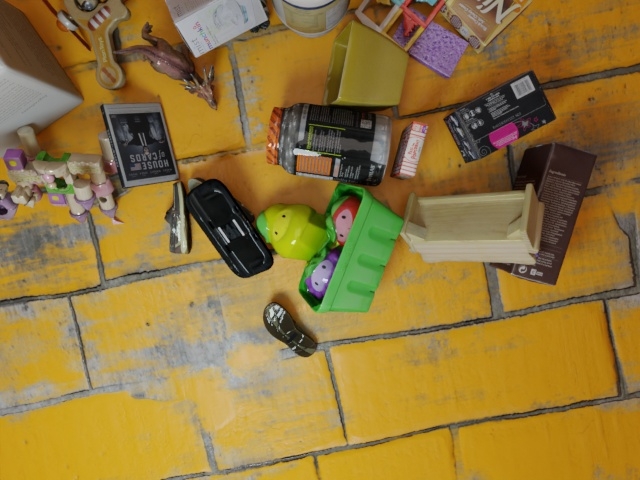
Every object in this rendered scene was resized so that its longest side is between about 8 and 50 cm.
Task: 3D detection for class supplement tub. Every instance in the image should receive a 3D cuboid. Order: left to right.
[{"bbox_3d":[-0.028,-0.694,1.317,0.228,0.316,0.229,0,95,0],"label":"supplement tub"},{"bbox_3d":[0.023,-0.278,1.407,0.337,0.207,0.207,9,95,-1],"label":"supplement tub"}]

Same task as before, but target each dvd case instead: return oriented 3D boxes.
[{"bbox_3d":[-0.526,-0.282,1.441,0.029,0.179,0.239,-10,96,45],"label":"dvd case"}]

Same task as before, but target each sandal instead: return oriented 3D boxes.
[{"bbox_3d":[-0.097,0.276,1.531,0.090,0.060,0.219,-43,108,9],"label":"sandal"}]

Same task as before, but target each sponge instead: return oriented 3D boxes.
[{"bbox_3d":[0.326,-0.589,1.467,0.210,0.031,0.117,30,94,-2],"label":"sponge"}]

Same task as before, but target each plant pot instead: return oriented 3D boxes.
[{"bbox_3d":[0.130,-0.471,1.402,0.187,0.212,0.213,10,95,-14],"label":"plant pot"}]

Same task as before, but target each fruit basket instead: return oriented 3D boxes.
[{"bbox_3d":[0.000,0.000,1.418,0.391,0.283,0.393,-3,102,-16],"label":"fruit basket"}]

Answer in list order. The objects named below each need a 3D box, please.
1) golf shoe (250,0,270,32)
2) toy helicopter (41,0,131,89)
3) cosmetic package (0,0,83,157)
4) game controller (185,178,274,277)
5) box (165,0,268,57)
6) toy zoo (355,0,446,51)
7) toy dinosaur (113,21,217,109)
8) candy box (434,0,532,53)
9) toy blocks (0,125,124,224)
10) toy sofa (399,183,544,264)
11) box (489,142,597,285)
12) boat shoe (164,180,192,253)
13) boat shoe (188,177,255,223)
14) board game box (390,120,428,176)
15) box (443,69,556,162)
[{"bbox_3d":[-0.248,-0.664,1.453,0.198,0.077,0.094,-4,73,2],"label":"golf shoe"},{"bbox_3d":[-0.659,-0.613,1.421,0.234,0.140,0.356,-11,97,3],"label":"toy helicopter"},{"bbox_3d":[-0.936,-0.454,1.303,0.327,0.394,0.330,-34,93,2],"label":"cosmetic package"},{"bbox_3d":[-0.269,-0.029,1.453,0.166,0.067,0.319,-25,107,29],"label":"game controller"},{"bbox_3d":[-0.306,-0.674,1.354,0.231,0.127,0.262,-28,58,2],"label":"box"},{"bbox_3d":[0.235,-0.676,1.406,0.192,0.030,0.293,40,111,0],"label":"toy zoo"},{"bbox_3d":[-0.413,-0.496,1.387,0.127,0.295,0.200,-52,52,28],"label":"toy dinosaur"},{"bbox_3d":[0.431,-0.732,1.426,0.183,0.087,0.316,-43,93,5],"label":"candy box"},{"bbox_3d":[-0.737,-0.131,1.406,0.288,0.309,0.260,2,137,-7],"label":"toy blocks"},{"bbox_3d":[0.423,-0.040,1.372,0.362,0.177,0.150,-1,59,36],"label":"toy sofa"},{"bbox_3d":[0.638,-0.077,1.429,0.143,0.191,0.382,14,96,-1],"label":"box"},{"bbox_3d":[-0.439,-0.067,1.490,0.073,0.080,0.224,-4,99,-4],"label":"boat shoe"},{"bbox_3d":[-0.302,-0.116,1.493,0.227,0.069,0.081,41,136,3],"label":"boat shoe"},{"bbox_3d":[0.253,-0.254,1.413,0.045,0.193,0.147,14,94,-1],"label":"board game box"},{"bbox_3d":[0.515,-0.356,1.431,0.247,0.142,0.164,-28,93,1],"label":"box"}]
